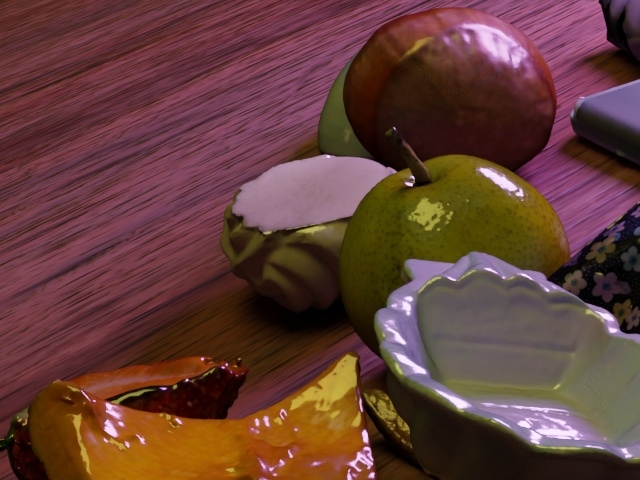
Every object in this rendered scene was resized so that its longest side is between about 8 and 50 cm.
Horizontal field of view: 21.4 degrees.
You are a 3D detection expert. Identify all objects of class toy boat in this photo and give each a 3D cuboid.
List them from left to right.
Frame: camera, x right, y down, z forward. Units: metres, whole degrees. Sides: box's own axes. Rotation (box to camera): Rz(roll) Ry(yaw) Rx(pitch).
[{"bbox_3d":[0.122,0.095,1.062,0.199,0.100,0.290,9,22,-10],"label":"toy boat"}]

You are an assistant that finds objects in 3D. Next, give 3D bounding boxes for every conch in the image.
[{"bbox_3d":[0.084,-0.166,1.851,0.221,0.121,0.185,-36,3,-36],"label":"conch"}]

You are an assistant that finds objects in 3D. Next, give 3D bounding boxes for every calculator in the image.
[{"bbox_3d":[0.350,-0.116,1.665,0.141,0.045,0.246,-19,24,-18],"label":"calculator"}]

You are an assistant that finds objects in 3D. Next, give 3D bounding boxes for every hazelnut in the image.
[{"bbox_3d":[0.124,-0.146,1.673,0.214,0.176,0.214,11,27,-6],"label":"hazelnut"}]

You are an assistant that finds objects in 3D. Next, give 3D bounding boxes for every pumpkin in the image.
[{"bbox_3d":[-0.034,0.174,1.091,0.258,0.095,0.290,-9,29,-18],"label":"pumpkin"}]

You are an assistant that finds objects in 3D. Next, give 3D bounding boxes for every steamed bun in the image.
[{"bbox_3d":[0.000,0.000,1.493,0.183,0.106,0.183,-11,26,6],"label":"steamed bun"}]

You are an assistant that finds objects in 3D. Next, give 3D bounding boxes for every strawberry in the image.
[{"bbox_3d":[-0.151,0.142,1.258,0.192,0.085,0.140,-18,8,-24],"label":"strawberry"}]

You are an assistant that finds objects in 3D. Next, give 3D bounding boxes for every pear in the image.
[{"bbox_3d":[0.096,0.001,1.303,0.180,0.216,0.166,-23,21,-12],"label":"pear"}]

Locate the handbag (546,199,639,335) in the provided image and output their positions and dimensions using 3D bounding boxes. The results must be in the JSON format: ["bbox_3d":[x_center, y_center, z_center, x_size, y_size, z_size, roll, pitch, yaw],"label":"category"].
[{"bbox_3d":[0.269,0.060,1.177,0.229,0.127,0.208,-38,41,-7],"label":"handbag"}]

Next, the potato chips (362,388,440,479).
[{"bbox_3d":[0.091,0.157,1.178,0.026,0.037,0.204,-31,33,-17],"label":"potato chips"}]

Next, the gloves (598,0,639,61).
[{"bbox_3d":[0.396,-0.225,1.847,0.142,0.119,0.285,-50,36,-7],"label":"gloves"}]
